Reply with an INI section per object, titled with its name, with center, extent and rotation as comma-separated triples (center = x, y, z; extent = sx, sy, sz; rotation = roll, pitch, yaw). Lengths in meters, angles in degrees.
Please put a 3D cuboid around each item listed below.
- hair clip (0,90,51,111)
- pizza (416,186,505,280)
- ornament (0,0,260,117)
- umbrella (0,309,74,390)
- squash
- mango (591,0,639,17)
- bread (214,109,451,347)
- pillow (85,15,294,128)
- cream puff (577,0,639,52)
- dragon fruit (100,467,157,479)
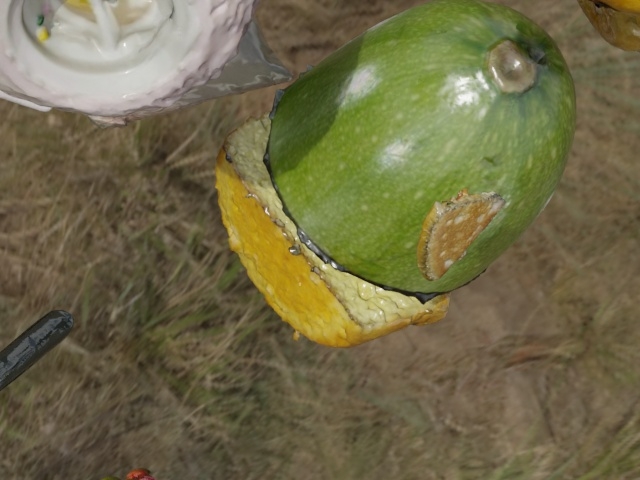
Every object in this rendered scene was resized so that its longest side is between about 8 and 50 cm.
[hair clip]
center = -0.218, -0.278, 1.132
extent = 0.085, 0.331, 0.101
rotation = 18, 25, -20
[pizza]
center = 0.094, -0.012, 0.907
extent = 0.078, 0.083, 0.025
rotation = -32, 58, -26
[ornament]
center = -0.167, -0.222, 0.929
extent = 0.259, 0.259, 0.225
rotation = 3, 46, -16
[umbrella]
center = -0.274, 0.105, 1.183
extent = 0.031, 0.036, 0.133
rotation = 32, 35, 10
[squash]
center = 0.140, -0.136, 1.327
extent = 0.310, 0.309, 0.310
rotation = 14, 59, -24
[mango]
center = 0.239, -0.267, 0.821
extent = 0.157, 0.262, 0.109
rotation = 18, 25, -10
[bread]
center = 0.000, 0.000, 1.581
extent = 0.194, 0.179, 0.340
rotation = -30, 78, -33
[pillow]
center = -0.183, -0.230, 1.513
extent = 0.270, 0.067, 0.173
rotation = -19, 79, -22
[cream puff]
center = 0.309, -0.277, 1.240
extent = 0.129, 0.189, 0.189
rotation = -20, 80, -4
[dragon fruit]
center = -0.225, 0.448, 1.719
extent = 0.227, 0.307, 0.243
rotation = 40, 76, -27
